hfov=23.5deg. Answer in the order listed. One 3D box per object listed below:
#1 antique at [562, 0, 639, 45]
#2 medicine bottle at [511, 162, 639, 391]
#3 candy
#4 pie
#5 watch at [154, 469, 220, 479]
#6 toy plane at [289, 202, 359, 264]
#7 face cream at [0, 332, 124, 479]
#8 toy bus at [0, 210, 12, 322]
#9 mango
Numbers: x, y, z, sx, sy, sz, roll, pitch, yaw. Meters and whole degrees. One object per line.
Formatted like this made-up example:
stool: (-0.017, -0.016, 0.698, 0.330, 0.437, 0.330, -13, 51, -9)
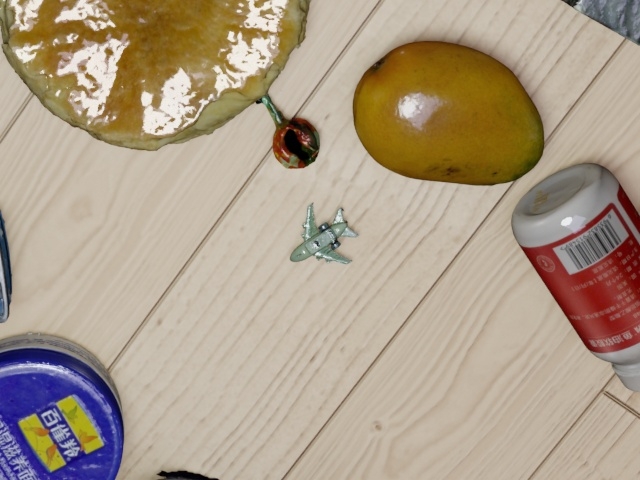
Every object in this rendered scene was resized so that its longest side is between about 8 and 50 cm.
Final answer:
antique: (0.342, -0.313, 1.638, 0.088, 0.086, 0.183, 27, 103, -14)
medicine bottle: (0.325, 0.043, 1.728, 0.131, 0.131, 0.250, -33, 109, 5)
candy: (-0.063, -0.157, 1.675, 0.055, 0.049, 0.185, -40, 101, -25)
pie: (-0.177, -0.251, 1.600, 0.339, 0.083, 0.339, -1, 105, -2)
watch: (-0.102, 0.420, 1.741, 0.327, 0.335, 0.314, 33, 108, 5)
toy plane: (0.000, 0.000, 1.731, 0.083, 0.033, 0.080, -34, 97, 6)
face cream: (-0.323, 0.211, 1.725, 0.206, 0.111, 0.206, -2, 108, -6)
toy bus: (-0.444, 0.029, 1.641, 0.234, 0.133, 0.116, -4, 107, 1)
mango: (0.142, -0.136, 1.659, 0.221, 0.120, 0.151, 6, 110, -15)
